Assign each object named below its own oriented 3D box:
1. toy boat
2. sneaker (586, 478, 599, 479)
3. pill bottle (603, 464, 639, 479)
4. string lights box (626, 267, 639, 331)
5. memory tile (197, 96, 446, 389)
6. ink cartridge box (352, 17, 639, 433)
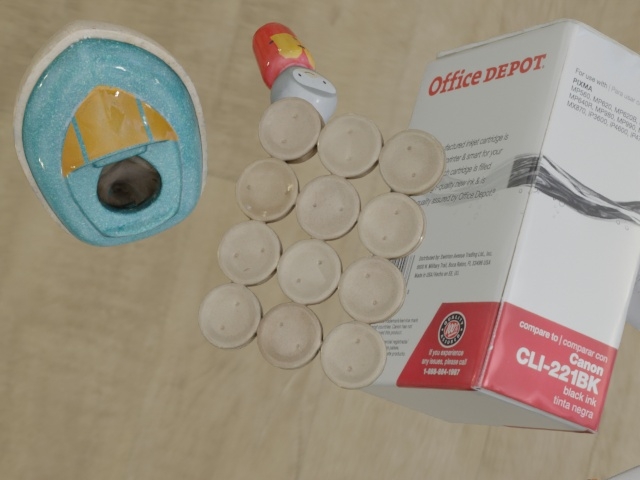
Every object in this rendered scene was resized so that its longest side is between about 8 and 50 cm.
[{"bbox_3d":[-0.146,-0.120,1.608,0.318,0.148,0.267,-22,133,-4],"label":"toy boat"},{"bbox_3d":[0.284,0.367,1.687,0.087,0.083,0.221,19,103,41],"label":"sneaker"},{"bbox_3d":[0.182,0.277,0.712,0.188,0.188,0.333,-28,70,9],"label":"pill bottle"},{"bbox_3d":[0.360,-0.036,1.560,0.077,0.259,0.133,36,132,4],"label":"string lights box"},{"bbox_3d":[0.000,0.000,0.876,0.113,0.012,0.148,15,83,18],"label":"memory tile"},{"bbox_3d":[0.137,-0.007,1.186,0.114,0.197,0.272,22,77,-26],"label":"ink cartridge box"}]
